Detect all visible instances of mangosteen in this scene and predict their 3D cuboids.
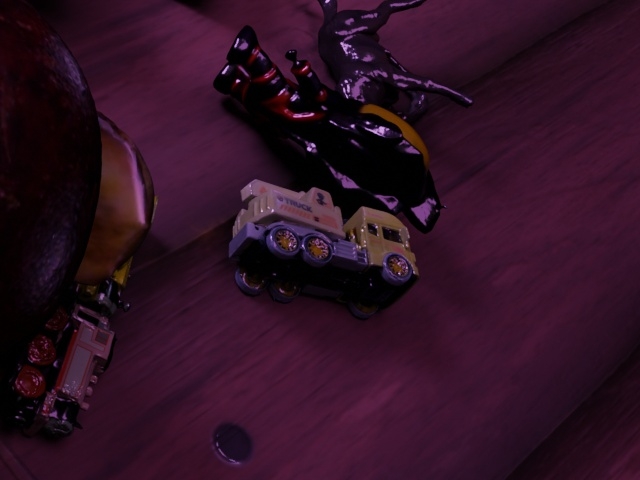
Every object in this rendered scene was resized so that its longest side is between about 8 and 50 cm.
[{"bbox_3d":[-0.284,-0.032,0.951,0.330,0.330,0.330,18,49,-22],"label":"mangosteen"}]

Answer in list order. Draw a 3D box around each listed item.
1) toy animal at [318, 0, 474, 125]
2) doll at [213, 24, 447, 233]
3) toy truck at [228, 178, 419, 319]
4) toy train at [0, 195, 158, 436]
[{"bbox_3d":[0.058,-0.175,1.448,0.148,0.084,0.232,-2,62,-34],"label":"toy animal"},{"bbox_3d":[0.015,-0.100,1.326,0.249,0.088,0.127,37,-1,5],"label":"doll"},{"bbox_3d":[0.000,0.000,1.277,0.169,0.077,0.100,13,53,-25],"label":"toy truck"},{"bbox_3d":[-0.191,0.047,1.127,0.085,0.053,0.249,31,45,-19],"label":"toy train"}]
